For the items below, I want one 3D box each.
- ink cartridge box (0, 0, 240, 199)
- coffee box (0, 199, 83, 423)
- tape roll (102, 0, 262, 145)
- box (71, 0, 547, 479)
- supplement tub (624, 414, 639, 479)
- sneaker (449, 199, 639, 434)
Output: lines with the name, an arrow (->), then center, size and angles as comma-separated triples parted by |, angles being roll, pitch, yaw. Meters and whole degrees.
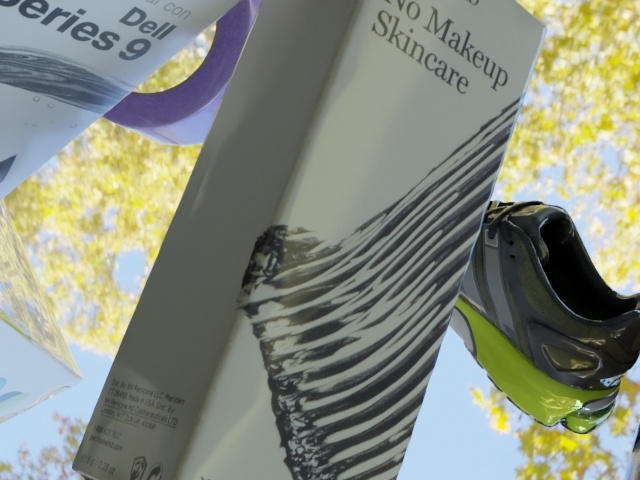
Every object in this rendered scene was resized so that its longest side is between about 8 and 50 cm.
ink cartridge box -> -0.188, -0.122, 0.470 | 0.289, 0.211, 0.122 | -34, -120, 26
coffee box -> -0.461, 0.024, 0.953 | 0.337, 0.334, 0.338 | -27, -108, -6
tape roll -> -0.138, -0.187, 1.006 | 0.189, 0.080, 0.189 | -2, -97, 17
box -> 0.000, 0.000, 0.497 | 0.113, 0.094, 0.275 | 27, -104, -32
supplement tub -> 0.319, 0.133, 0.745 | 0.193, 0.194, 0.316 | 23, -144, 13
sneaker -> 0.123, 0.003, 0.818 | 0.300, 0.121, 0.111 | 39, -140, 14
